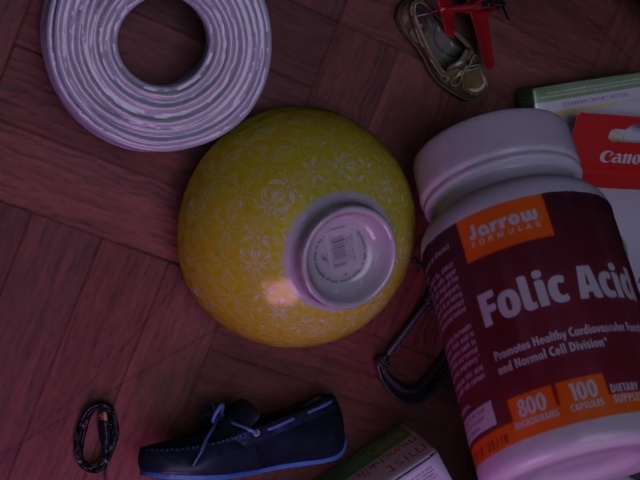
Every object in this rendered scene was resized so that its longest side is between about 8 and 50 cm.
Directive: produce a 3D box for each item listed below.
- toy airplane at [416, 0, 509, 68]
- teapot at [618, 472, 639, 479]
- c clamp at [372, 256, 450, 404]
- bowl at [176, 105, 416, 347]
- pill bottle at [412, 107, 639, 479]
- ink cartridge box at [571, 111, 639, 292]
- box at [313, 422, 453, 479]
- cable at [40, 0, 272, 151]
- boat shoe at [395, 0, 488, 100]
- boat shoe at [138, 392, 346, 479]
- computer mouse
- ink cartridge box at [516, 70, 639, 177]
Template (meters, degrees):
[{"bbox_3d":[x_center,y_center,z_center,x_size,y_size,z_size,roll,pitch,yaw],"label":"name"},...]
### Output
[{"bbox_3d":[0.172,-0.276,1.460,0.151,0.028,0.151,10,75,-39],"label":"toy airplane"},{"bbox_3d":[0.300,0.323,1.531,0.256,0.252,0.187,27,100,-9],"label":"teapot"},{"bbox_3d":[0.121,0.120,1.545,0.137,0.022,0.160,34,86,-25],"label":"c clamp"},{"bbox_3d":[0.000,0.000,1.391,0.290,0.156,0.289,-7,106,-24],"label":"bowl"},{"bbox_3d":[0.237,0.067,1.371,0.224,0.224,0.392,-6,66,-17],"label":"pill bottle"},{"bbox_3d":[0.373,-0.041,1.538,0.181,0.056,0.224,1,119,-23],"label":"ink cartridge box"},{"bbox_3d":[0.063,0.397,1.514,0.262,0.127,0.231,-32,106,-10],"label":"box"},{"bbox_3d":[-0.175,-0.222,1.355,0.257,0.089,0.257,4,98,-18],"label":"cable"},{"bbox_3d":[0.150,-0.227,1.479,0.056,0.048,0.153,-42,108,-7],"label":"boat shoe"},{"bbox_3d":[-0.095,0.226,1.463,0.258,0.109,0.089,-4,93,-33],"label":"boat shoe"},{"bbox_3d":[-0.241,0.306,1.448,0.071,0.041,0.242,-13,102,-14],"label":"computer mouse"},{"bbox_3d":[0.341,-0.087,1.562,0.171,0.056,0.235,-10,100,-16],"label":"ink cartridge box"}]
